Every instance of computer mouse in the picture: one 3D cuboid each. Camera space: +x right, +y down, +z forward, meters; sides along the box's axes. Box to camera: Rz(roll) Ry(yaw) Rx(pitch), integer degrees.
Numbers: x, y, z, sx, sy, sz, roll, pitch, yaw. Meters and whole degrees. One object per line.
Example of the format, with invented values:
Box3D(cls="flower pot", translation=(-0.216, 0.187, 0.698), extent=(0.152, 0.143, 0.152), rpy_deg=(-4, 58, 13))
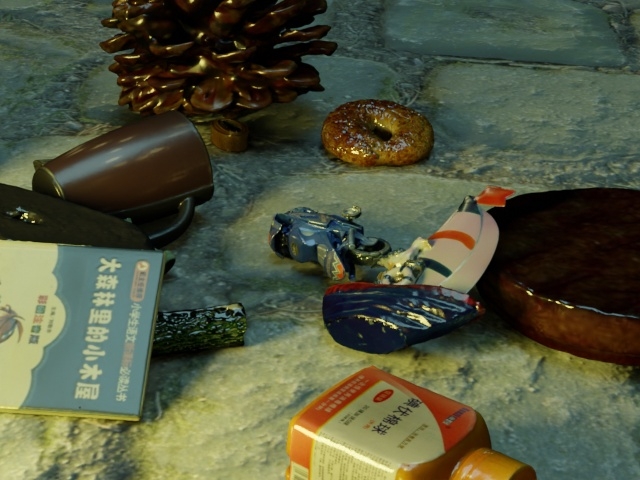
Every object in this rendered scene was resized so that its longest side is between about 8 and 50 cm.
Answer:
Box3D(cls="computer mouse", translation=(-0.359, 0.019, 1.719), extent=(0.323, 0.116, 0.183), rpy_deg=(17, 32, 11))

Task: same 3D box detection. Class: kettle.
Box3D(cls="kettle", translation=(-0.272, -0.063, 1.901), extent=(0.232, 0.144, 0.202), rpy_deg=(-23, 66, -30))

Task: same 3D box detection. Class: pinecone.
Box3D(cls="pinecone", translation=(-0.169, -0.363, 2.236), extent=(0.398, 0.397, 0.398), rpy_deg=(2, 26, -1))

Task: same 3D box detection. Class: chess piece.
Box3D(cls="chess piece", translation=(-0.234, 0.005, 1.796), extent=(0.093, 0.042, 0.042), rpy_deg=(45, 41, 13))

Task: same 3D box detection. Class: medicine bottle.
Box3D(cls="medicine bottle", translation=(0.091, 0.225, 1.342), extent=(0.222, 0.112, 0.149), rpy_deg=(20, 31, 31))

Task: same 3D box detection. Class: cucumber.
Box3D(cls="cucumber", translation=(-0.176, 0.108, 1.622), extent=(0.187, 0.058, 0.058), rpy_deg=(-8, 28, -21))

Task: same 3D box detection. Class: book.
Box3D(cls="book", translation=(-0.348, 0.094, 1.560), extent=(0.322, 0.018, 0.228), rpy_deg=(3, 55, 2))

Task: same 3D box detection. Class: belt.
Box3D(cls="belt", translation=(-0.145, -0.172, 2.210), extent=(0.059, 0.036, 0.083), rpy_deg=(-10, 29, -25))

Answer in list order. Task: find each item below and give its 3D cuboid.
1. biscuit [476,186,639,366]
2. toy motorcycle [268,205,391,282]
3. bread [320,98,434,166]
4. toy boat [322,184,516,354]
Box3D(cls="biscuit", translation=(0.391, 0.043, 1.768), extent=(0.407, 0.091, 0.407), rpy_deg=(1, 24, -1))
Box3D(cls="toy motorcycle", translation=(0.000, 0.000, 1.836), extent=(0.114, 0.076, 0.205), rpy_deg=(-20, 31, -35))
Box3D(cls="bread", translation=(0.093, -0.175, 2.210), extent=(0.193, 0.064, 0.193), rpy_deg=(3, 29, -2))
Box3D(cls="toy boat", translation=(0.150, 0.040, 1.683), extent=(0.318, 0.072, 0.219), rpy_deg=(-31, 29, -19))
